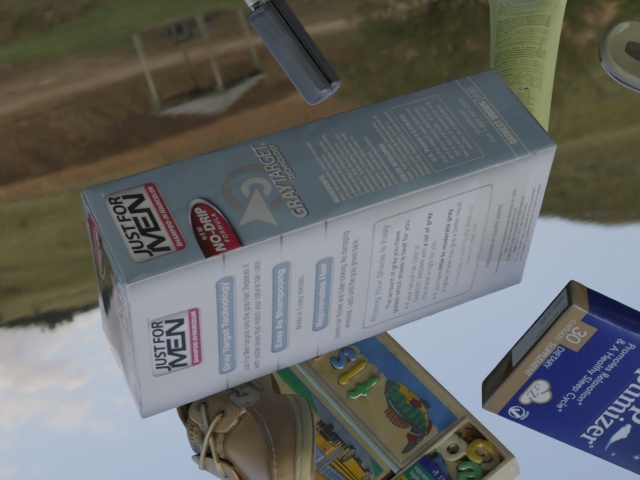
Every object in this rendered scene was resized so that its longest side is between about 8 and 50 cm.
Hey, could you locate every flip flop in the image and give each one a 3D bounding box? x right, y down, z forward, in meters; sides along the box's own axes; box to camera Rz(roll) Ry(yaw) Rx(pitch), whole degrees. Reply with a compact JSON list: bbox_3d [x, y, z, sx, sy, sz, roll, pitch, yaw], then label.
[{"bbox_3d":[0.483,-0.211,1.519,0.277,0.112,0.080,21,160,2],"label":"flip flop"}]

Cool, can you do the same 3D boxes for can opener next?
[{"bbox_3d":[-0.055,-0.338,1.803,0.095,0.283,0.076,-33,-174,33],"label":"can opener"}]

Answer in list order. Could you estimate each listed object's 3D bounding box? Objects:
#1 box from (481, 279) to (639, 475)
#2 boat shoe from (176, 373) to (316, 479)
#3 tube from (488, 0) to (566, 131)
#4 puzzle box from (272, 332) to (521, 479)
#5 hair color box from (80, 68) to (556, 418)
[{"bbox_3d":[0.263,0.128,1.010,0.136,0.225,0.036,-57,-163,36],"label":"box"},{"bbox_3d":[-0.081,0.205,1.251,0.110,0.121,0.341,1,-174,-15],"label":"boat shoe"},{"bbox_3d":[0.215,-0.184,1.304,0.070,0.240,0.062,19,146,-15],"label":"tube"},{"bbox_3d":[0.048,0.273,1.755,0.272,0.052,0.409,-39,-129,-11],"label":"puzzle box"},{"bbox_3d":[0.000,0.000,1.047,0.375,0.185,0.113,-19,-127,-18],"label":"hair color box"}]
